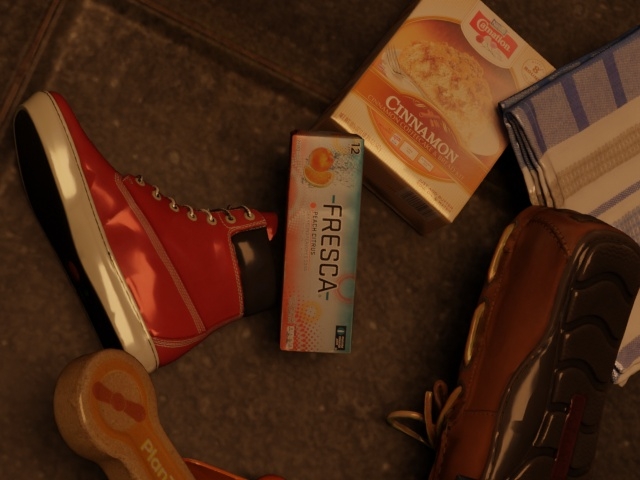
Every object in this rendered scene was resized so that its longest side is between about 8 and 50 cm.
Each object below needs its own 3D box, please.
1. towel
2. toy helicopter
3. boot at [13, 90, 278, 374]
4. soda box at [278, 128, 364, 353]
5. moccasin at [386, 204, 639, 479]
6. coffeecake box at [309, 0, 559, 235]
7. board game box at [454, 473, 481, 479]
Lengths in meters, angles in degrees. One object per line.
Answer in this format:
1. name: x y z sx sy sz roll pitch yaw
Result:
1. towel: 0.284 -0.035 1.412 0.209 0.034 0.285 -30 104 -29
2. toy helicopter: -0.088 0.227 1.197 0.235 0.140 0.355 -48 117 -46
3. boot: -0.134 -0.031 1.267 0.176 0.088 0.244 -28 99 -23
4. soda box: 0.000 0.000 1.290 0.063 0.058 0.183 4 98 -3
5. moccasin: 0.149 0.154 1.313 0.139 0.147 0.380 10 96 -35
6. coffeecake box: 0.102 -0.123 1.379 0.142 0.068 0.185 40 69 -9
7. board game box: 0.131 0.315 1.247 0.165 0.042 0.243 18 109 -24
